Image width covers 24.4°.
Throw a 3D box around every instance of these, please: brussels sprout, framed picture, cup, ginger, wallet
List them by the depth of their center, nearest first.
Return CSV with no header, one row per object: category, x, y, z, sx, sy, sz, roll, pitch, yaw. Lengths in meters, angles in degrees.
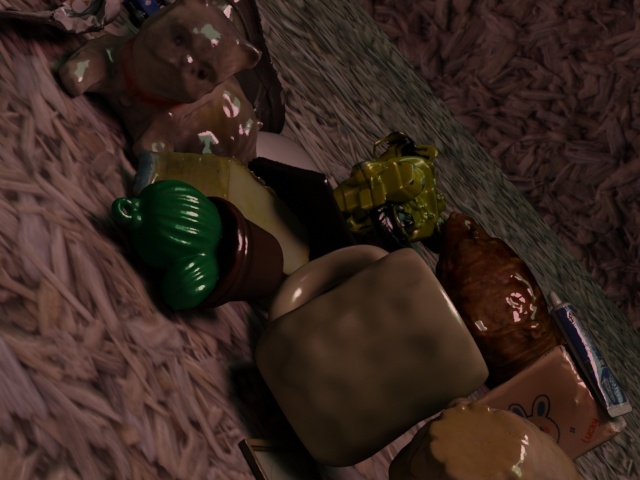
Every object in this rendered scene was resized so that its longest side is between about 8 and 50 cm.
framed picture,-0.003,0.286,1.470,0.201,0.010,0.136,60,16,20
brussels sprout,0.185,0.308,1.508,0.316,0.242,0.274,66,16,-67
cup,0.030,0.095,1.566,0.255,0.202,0.173,58,-2,29
wallet,0.000,0.000,1.790,0.124,0.025,0.244,17,-36,38
ginger,0.297,0.119,2.400,0.357,0.152,0.274,55,9,-21

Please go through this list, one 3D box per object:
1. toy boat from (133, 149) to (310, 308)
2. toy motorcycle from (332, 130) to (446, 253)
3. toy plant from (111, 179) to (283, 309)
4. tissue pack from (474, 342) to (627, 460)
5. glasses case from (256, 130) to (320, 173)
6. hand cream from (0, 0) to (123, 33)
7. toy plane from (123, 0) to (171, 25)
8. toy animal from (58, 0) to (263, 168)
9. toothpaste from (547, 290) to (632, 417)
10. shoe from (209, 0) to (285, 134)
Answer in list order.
toy boat,-0.094,-0.015,1.681,0.276,0.084,0.111,41,36,-41
toy motorcycle,0.126,-0.077,2.357,0.206,0.142,0.342,61,17,9
toy plant,-0.131,0.011,1.529,0.200,0.105,0.143,15,56,-37
tissue pack,0.305,0.254,2.074,0.148,0.196,0.092,58,20,13
glasses case,-0.058,-0.102,2.034,0.092,0.059,0.233,56,16,10
hand cream,-0.289,-0.261,1.679,0.084,0.050,0.257,12,17,13
toy plane,-0.218,-0.294,2.013,0.167,0.054,0.062,54,-10,2
toy animal,-0.129,-0.165,1.765,0.308,0.188,0.266,46,7,-11
toothpaste,0.365,0.155,2.035,0.057,0.035,0.197,-6,61,-48
shoe,-0.140,-0.209,1.966,0.109,0.149,0.293,29,-29,30
